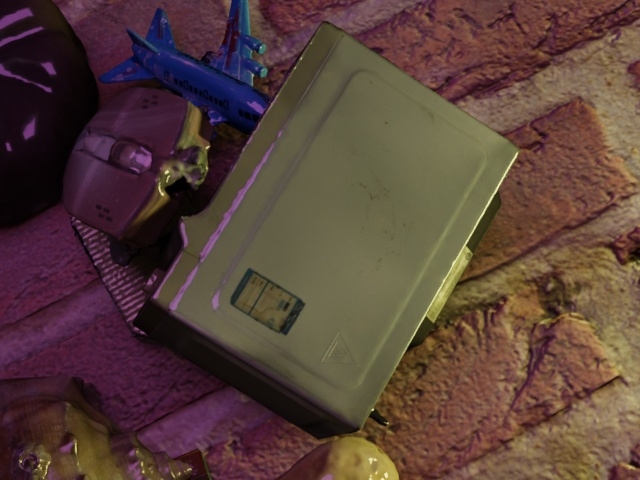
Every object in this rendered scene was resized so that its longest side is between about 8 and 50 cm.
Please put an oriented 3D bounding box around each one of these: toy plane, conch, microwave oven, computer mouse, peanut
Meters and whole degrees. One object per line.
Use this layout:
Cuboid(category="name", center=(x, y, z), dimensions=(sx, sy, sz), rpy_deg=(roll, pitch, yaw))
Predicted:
Cuboid(category="toy plane", center=(-0.136, -0.182, 1.823), dimensions=(0.271, 0.105, 0.254), rpy_deg=(33, 76, 21))
Cuboid(category="conch", center=(-0.302, 0.237, 1.604), dimensions=(0.324, 0.186, 0.263), rpy_deg=(4, 39, -15))
Cuboid(category="microwave oven", center=(0.000, 0.000, 1.621), dimensions=(0.286, 0.218, 0.355), rpy_deg=(32, 74, -6))
Cuboid(category="computer mouse", center=(-0.203, -0.080, 1.612), dimensions=(0.115, 0.389, 0.199), rpy_deg=(26, 84, -15))
Cuboid(category="peanut", center=(-0.051, 0.300, 1.567), dimensions=(0.290, 0.130, 0.130), rpy_deg=(-25, 63, -9))

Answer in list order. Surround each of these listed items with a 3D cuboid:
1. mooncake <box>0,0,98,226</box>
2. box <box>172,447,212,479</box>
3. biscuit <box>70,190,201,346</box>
Cuboid(category="mooncake", center=(-0.415, -0.175, 1.847), dimensions=(0.306, 0.154, 0.306), rpy_deg=(-2, 68, 4))
Cuboid(category="box", center=(-0.143, 0.276, 1.660), dimensions=(0.051, 0.023, 0.082), rpy_deg=(-23, 63, 1))
Cuboid(category="biscuit", center=(-0.180, 0.033, 1.765), dimensions=(0.147, 0.046, 0.250), rpy_deg=(-31, 63, -5))
